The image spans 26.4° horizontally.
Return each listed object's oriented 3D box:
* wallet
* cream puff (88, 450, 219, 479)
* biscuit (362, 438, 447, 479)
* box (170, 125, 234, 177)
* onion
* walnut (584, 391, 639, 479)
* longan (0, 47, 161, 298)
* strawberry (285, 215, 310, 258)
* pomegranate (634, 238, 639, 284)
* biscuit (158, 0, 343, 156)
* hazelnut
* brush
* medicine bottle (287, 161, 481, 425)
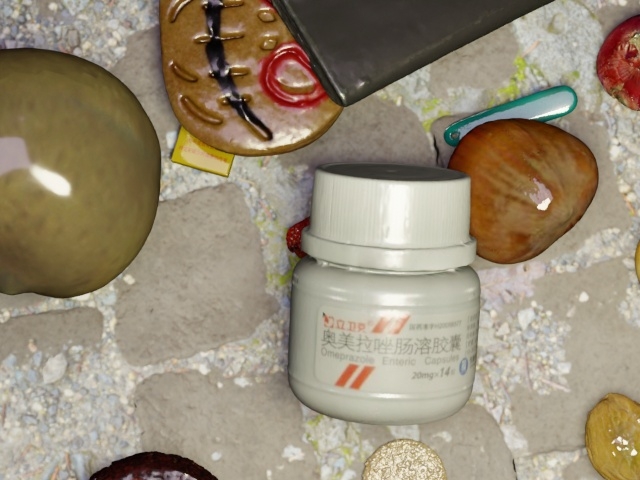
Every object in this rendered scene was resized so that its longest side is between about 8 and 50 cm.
[{"bbox_3d":[0.145,-0.363,1.898,0.406,0.062,0.228,-28,80,-12],"label":"wallet"},{"bbox_3d":[-0.216,0.393,1.784,0.239,0.165,0.239,0,82,3],"label":"cream puff"},{"bbox_3d":[0.114,0.329,1.853,0.120,0.015,0.120,-1,81,4],"label":"biscuit"},{"bbox_3d":[-0.150,-0.174,1.940,0.086,0.023,0.155,16,82,8],"label":"box"},{"bbox_3d":[0.450,-0.255,1.863,0.150,0.140,0.150,-5,70,15],"label":"onion"},{"bbox_3d":[0.400,0.263,1.807,0.105,0.105,0.125,-16,80,0],"label":"walnut"},{"bbox_3d":[-0.392,-0.083,1.796,0.360,0.361,0.361,0,81,3],"label":"longan"},{"bbox_3d":[0.000,0.000,1.879,0.096,0.083,0.083,3,82,7],"label":"strawberry"},{"bbox_3d":[0.532,0.037,1.777,0.233,0.233,0.233,0,81,3],"label":"pomegranate"},{"bbox_3d":[-0.069,-0.298,1.921,0.314,0.063,0.368,-4,76,1],"label":"biscuit"},{"bbox_3d":[0.261,-0.077,1.819,0.210,0.210,0.186,-40,86,-3],"label":"hazelnut"},{"bbox_3d":[0.268,-0.172,1.918,0.193,0.032,0.043,-18,85,12],"label":"brush"},{"bbox_3d":[0.083,0.061,1.749,0.245,0.245,0.306,3,99,3],"label":"medicine bottle"}]
